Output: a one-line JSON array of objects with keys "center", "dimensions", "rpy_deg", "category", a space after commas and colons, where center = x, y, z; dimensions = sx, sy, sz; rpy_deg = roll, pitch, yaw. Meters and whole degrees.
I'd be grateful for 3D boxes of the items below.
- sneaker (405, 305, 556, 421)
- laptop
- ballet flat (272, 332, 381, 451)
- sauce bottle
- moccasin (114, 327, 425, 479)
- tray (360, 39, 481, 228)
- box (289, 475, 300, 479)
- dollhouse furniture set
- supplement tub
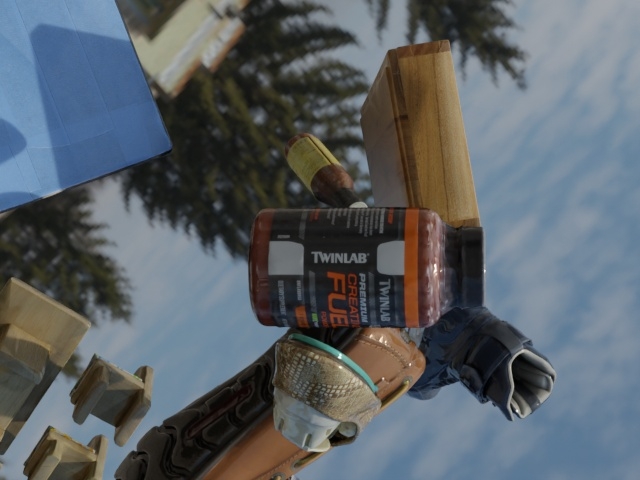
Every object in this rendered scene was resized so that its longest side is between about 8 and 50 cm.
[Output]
[{"center": [0.168, 0.152, 1.303], "dimensions": [0.086, 0.163, 0.226], "rpy_deg": [-39, 156, -26], "category": "sneaker"}, {"center": [-0.327, -0.227, 1.145], "dimensions": [0.236, 0.382, 0.408], "rpy_deg": [-21, -175, -3], "category": "laptop"}, {"center": [0.003, 0.114, 0.812], "dimensions": [0.067, 0.073, 0.206], "rpy_deg": [-61, 162, -8], "category": "ballet flat"}, {"center": [0.006, -0.060, 1.157], "dimensions": [0.042, 0.042, 0.128], "rpy_deg": [-40, -138, 4], "category": "sauce bottle"}, {"center": [-0.065, 0.206, 1.147], "dimensions": [0.380, 0.147, 0.139], "rpy_deg": [-42, -152, 0], "category": "moccasin"}, {"center": [0.109, -0.097, 1.426], "dimensions": [0.076, 0.203, 0.411], "rpy_deg": [-9, 178, -2], "category": "tray"}, {"center": [-0.092, 0.351, 1.488], "dimensions": [0.093, 0.027, 0.137], "rpy_deg": [10, -110, 28], "category": "box"}, {"center": [-0.286, 0.139, 0.991], "dimensions": [0.242, 0.212, 0.161], "rpy_deg": [-55, -166, 11], "category": "dollhouse furniture set"}, {"center": [0.042, 0.023, 1.009], "dimensions": [0.197, 0.106, 0.106], "rpy_deg": [-1, -155, 7], "category": "supplement tub"}]
